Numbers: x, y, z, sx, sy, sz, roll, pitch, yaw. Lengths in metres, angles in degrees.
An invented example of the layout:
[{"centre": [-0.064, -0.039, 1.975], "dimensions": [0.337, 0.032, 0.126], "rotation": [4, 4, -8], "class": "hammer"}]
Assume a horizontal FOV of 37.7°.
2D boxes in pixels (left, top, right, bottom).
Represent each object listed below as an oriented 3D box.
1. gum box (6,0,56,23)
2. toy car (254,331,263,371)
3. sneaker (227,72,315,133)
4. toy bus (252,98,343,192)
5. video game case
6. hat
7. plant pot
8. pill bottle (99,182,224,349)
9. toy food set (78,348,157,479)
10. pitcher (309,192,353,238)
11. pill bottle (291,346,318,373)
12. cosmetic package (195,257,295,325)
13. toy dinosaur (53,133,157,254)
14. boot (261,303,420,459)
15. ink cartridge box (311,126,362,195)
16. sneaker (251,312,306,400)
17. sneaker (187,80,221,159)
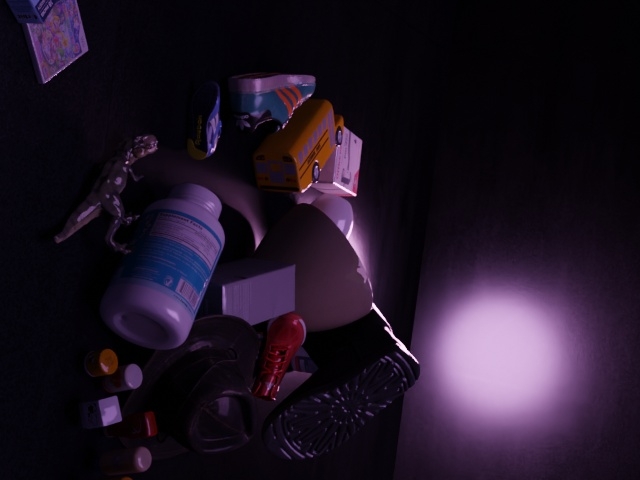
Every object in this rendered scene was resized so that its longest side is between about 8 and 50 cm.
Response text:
[{"centre": [-0.372, -0.395, 1.182], "dimensions": [0.184, 0.041, 0.157], "rotation": [73, 28, -51], "class": "gum box"}, {"centre": [-0.161, 0.267, 1.907], "dimensions": [0.225, 0.053, 0.239], "rotation": [106, -3, -64], "class": "toy car"}, {"centre": [-0.102, -0.287, 1.956], "dimensions": [0.302, 0.108, 0.121], "rotation": [-24, 118, -61], "class": "sneaker"}, {"centre": [-0.044, -0.223, 2.136], "dimensions": [0.332, 0.108, 0.130], "rotation": [-60, 148, -51], "class": "toy bus"}, {"centre": [-0.363, -0.280, 1.290], "dimensions": [0.122, 0.011, 0.087], "rotation": [-61, 150, -52], "class": "video game case"}, {"centre": [-0.183, 0.286, 1.616], "dimensions": [0.331, 0.134, 0.331], "rotation": [-35, 142, -32], "class": "hat"}, {"centre": [-0.050, 0.087, 2.015], "dimensions": [0.191, 0.284, 0.284], "rotation": [-31, 135, -21], "class": "plant pot"}, {"centre": [-0.244, 0.034, 1.521], "dimensions": [0.146, 0.146, 0.264], "rotation": [73, 28, -49], "class": "pill bottle"}, {"centre": [-0.332, 0.286, 1.455], "dimensions": [0.111, 0.105, 0.232], "rotation": [-8, 84, -58], "class": "toy food set"}, {"centre": [0.000, 0.000, 2.344], "dimensions": [0.177, 0.126, 0.207], "rotation": [106, 7, -71], "class": "pitcher"}, {"centre": [0.025, 0.288, 2.363], "dimensions": [0.108, 0.180, 0.107], "rotation": [5, 90, -72], "class": "pill bottle"}, {"centre": [-0.159, 0.101, 1.763], "dimensions": [0.238, 0.127, 0.107], "rotation": [-20, 113, -58], "class": "cosmetic package"}, {"centre": [-0.319, -0.050, 1.419], "dimensions": [0.268, 0.064, 0.118], "rotation": [-64, 147, -43], "class": "toy dinosaur"}, {"centre": [-0.006, 0.269, 2.127], "dimensions": [0.146, 0.367, 0.445], "rotation": [64, -5, -27], "class": "boot"}, {"centre": [0.031, -0.207, 2.396], "dimensions": [0.218, 0.092, 0.158], "rotation": [18, 78, -70], "class": "ink cartridge box"}, {"centre": [-0.087, 0.254, 1.937], "dimensions": [0.221, 0.087, 0.128], "rotation": [104, -2, -45], "class": "sneaker"}, {"centre": [-0.209, -0.220, 1.718], "dimensions": [0.059, 0.053, 0.144], "rotation": [-14, 116, -70], "class": "sneaker"}]
